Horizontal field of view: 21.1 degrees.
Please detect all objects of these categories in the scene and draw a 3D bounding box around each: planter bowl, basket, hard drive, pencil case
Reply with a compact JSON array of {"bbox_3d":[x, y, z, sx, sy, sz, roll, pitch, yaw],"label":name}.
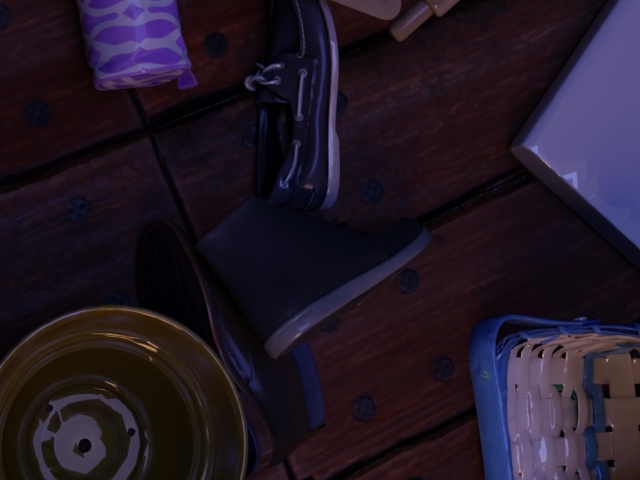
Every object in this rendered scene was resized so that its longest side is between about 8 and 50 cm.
[{"bbox_3d":[-0.172,0.160,1.328,0.217,0.090,0.217,2,84,-23],"label":"planter bowl"},{"bbox_3d":[0.221,0.188,1.422,0.289,0.201,0.255,3,82,-55],"label":"basket"},{"bbox_3d":[0.330,-0.139,1.603,0.203,0.040,0.307,40,72,-15],"label":"hard drive"},{"bbox_3d":[-0.157,-0.222,1.377,0.088,0.086,0.206,-8,90,-48],"label":"pencil case"}]

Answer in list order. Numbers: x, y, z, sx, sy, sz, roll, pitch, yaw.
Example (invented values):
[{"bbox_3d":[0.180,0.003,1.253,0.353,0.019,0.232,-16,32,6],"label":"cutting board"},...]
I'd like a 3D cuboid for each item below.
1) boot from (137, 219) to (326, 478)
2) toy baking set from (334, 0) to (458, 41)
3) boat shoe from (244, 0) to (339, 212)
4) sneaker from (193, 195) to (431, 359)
[{"bbox_3d":[-0.073,0.082,1.405,0.106,0.082,0.219,-13,80,-50],"label":"boot"},{"bbox_3d":[0.059,-0.263,1.394,0.256,0.030,0.197,-45,118,2],"label":"toy baking set"},{"bbox_3d":[-0.027,-0.125,1.427,0.065,0.075,0.206,-5,92,-27],"label":"boat shoe"},{"bbox_3d":[0.000,0.000,1.404,0.118,0.083,0.222,52,38,6],"label":"sneaker"}]
